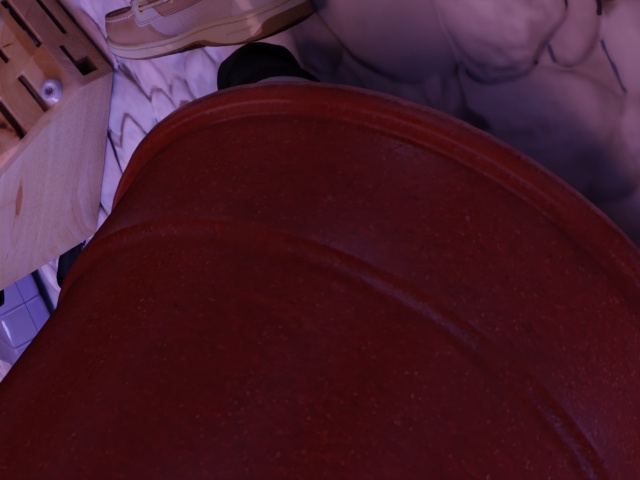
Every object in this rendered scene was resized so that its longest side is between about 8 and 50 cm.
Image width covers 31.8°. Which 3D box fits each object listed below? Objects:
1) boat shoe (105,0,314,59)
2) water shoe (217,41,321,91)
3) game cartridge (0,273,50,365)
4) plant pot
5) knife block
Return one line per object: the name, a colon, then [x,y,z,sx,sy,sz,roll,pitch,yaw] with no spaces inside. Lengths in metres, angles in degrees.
boat shoe: [-0.057,-0.111,0.507,0.135,0.050,0.045,2,117,46]
water shoe: [0.000,0.000,0.529,0.080,0.073,0.203,-111,8,-50]
game cartridge: [-0.387,-0.012,1.139,0.355,0.068,0.230,22,140,48]
plant pot: [-0.032,0.130,0.392,0.272,0.265,0.272,19,137,19]
knife block: [-0.208,-0.042,0.809,0.276,0.242,0.088,-45,76,16]
